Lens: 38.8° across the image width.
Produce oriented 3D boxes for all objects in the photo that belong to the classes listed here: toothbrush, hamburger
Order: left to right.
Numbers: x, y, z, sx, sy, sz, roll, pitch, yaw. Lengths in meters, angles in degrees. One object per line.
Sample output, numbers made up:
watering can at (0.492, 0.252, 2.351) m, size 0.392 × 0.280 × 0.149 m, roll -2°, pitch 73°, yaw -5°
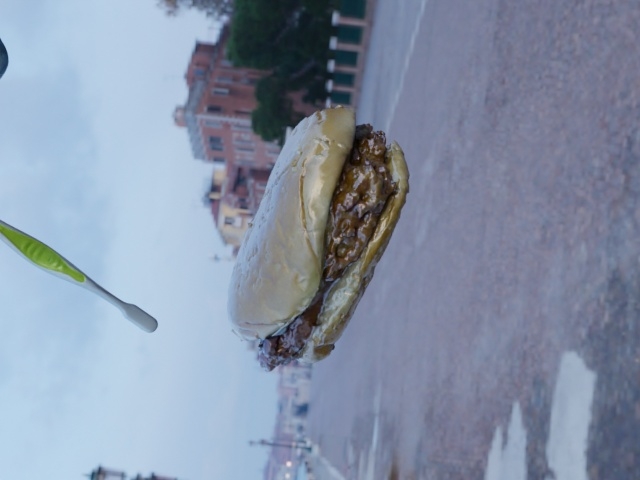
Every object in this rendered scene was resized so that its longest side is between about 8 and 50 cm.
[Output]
toothbrush at (-0.254, 0.007, 0.801) m, size 0.022 × 0.263 × 0.026 m, roll -59°, pitch 17°, yaw -21°
hamburger at (0.000, 0.000, 1.038) m, size 0.245 × 0.155 × 0.282 m, roll 138°, pitch 149°, yaw -65°

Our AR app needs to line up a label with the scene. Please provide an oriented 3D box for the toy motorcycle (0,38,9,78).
toy motorcycle at (-0.279, -0.088, 0.516) m, size 0.272 × 0.124 × 0.182 m, roll -59°, pitch 6°, yaw -20°
